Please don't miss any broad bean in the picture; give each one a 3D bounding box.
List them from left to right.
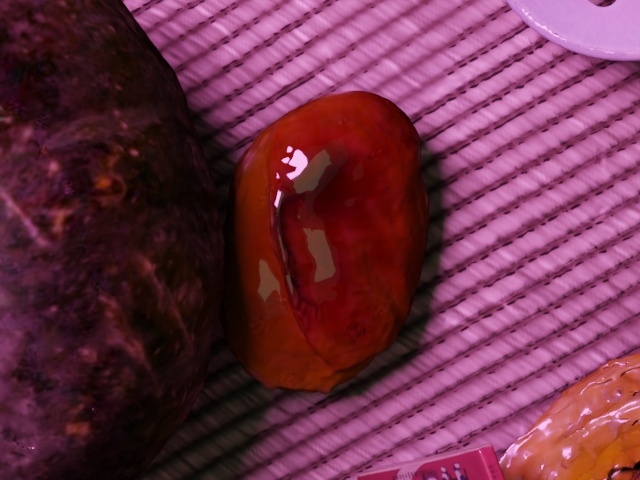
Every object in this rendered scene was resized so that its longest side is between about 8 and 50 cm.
[{"bbox_3d":[0.002,0.000,0.788,0.156,0.122,0.229,10,95,-12],"label":"broad bean"}]

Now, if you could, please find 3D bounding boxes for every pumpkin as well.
[{"bbox_3d":[-0.279,0.002,0.735,0.454,0.344,0.455,2,100,12],"label":"pumpkin"}]

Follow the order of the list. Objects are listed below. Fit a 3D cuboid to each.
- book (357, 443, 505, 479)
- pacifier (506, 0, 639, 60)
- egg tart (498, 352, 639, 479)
[{"bbox_3d":[0.109,0.265,0.740,0.022,0.162,0.232,-14,81,-32],"label":"book"},{"bbox_3d":[0.234,-0.276,0.696,0.299,0.233,0.244,-42,76,6],"label":"pacifier"},{"bbox_3d":[0.261,0.241,0.711,0.341,0.129,0.341,-1,88,13],"label":"egg tart"}]
